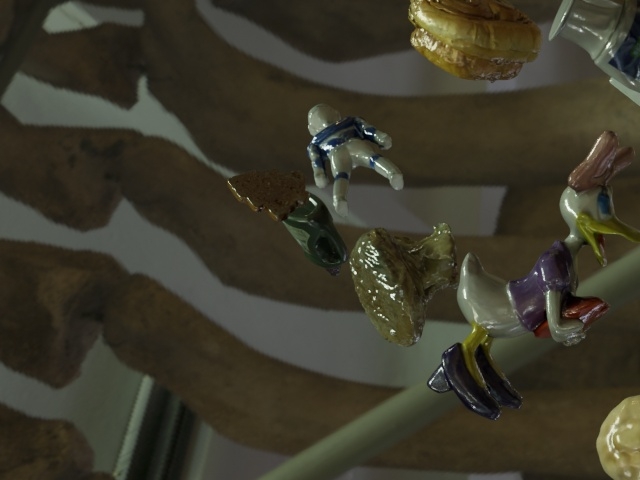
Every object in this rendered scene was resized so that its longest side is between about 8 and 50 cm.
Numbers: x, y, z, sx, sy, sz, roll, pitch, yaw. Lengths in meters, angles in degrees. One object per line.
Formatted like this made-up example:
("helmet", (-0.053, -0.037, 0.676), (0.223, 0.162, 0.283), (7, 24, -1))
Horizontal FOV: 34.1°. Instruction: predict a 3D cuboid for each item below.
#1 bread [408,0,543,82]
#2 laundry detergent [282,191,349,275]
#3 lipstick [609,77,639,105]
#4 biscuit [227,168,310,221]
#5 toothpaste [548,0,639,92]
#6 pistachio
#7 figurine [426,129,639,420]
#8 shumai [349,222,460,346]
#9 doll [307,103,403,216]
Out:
("bread", (0.266, -0.356, 1.794), (0.236, 0.120, 0.198), (-5, -143, -38))
("laundry detergent", (0.000, 0.000, 2.078), (0.078, 0.144, 0.222), (-49, -46, -19))
("lipstick", (0.501, -0.111, 1.207), (0.076, 0.080, 0.371), (-1, -141, -45))
("biscuit", (-0.080, -0.075, 1.593), (0.129, 0.019, 0.119), (15, -138, 11))
("toothpaste", (0.330, -0.149, 0.903), (0.266, 0.061, 0.096), (23, -111, -2))
("pistachio", (0.416, 0.238, 1.194), (0.200, 0.145, 0.117), (9, -99, -8))
("figurine", (0.303, 0.051, 1.427), (0.193, 0.421, 0.154), (47, -165, 21))
("shumai", (0.139, 0.057, 1.597), (0.209, 0.153, 0.161), (50, 160, 55))
("doll", (0.034, -0.121, 1.377), (0.057, 0.114, 0.227), (57, -176, -42))
